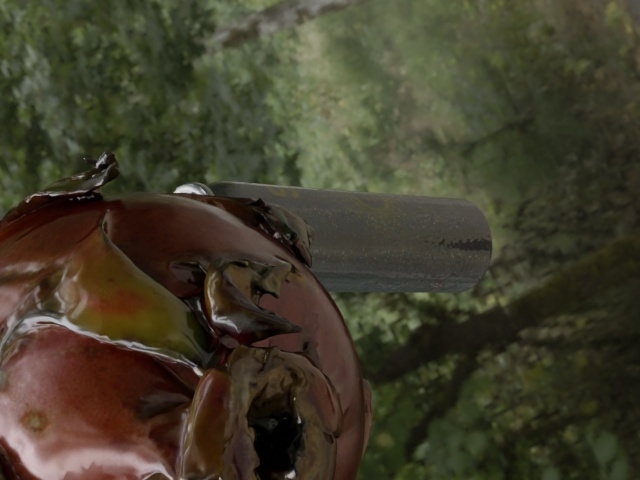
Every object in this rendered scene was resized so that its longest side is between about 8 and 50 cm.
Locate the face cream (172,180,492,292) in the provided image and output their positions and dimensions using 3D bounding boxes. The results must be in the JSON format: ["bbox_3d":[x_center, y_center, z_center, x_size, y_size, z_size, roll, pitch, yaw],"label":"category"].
[{"bbox_3d":[0.000,0.000,0.855,0.283,0.073,0.073,2,-129,-40],"label":"face cream"}]

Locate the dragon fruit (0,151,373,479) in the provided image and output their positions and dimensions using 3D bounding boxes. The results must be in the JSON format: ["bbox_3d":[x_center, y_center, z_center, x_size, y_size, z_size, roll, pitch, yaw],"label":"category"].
[{"bbox_3d":[-0.093,0.083,0.626,0.315,0.250,0.250,-36,77,46],"label":"dragon fruit"}]
